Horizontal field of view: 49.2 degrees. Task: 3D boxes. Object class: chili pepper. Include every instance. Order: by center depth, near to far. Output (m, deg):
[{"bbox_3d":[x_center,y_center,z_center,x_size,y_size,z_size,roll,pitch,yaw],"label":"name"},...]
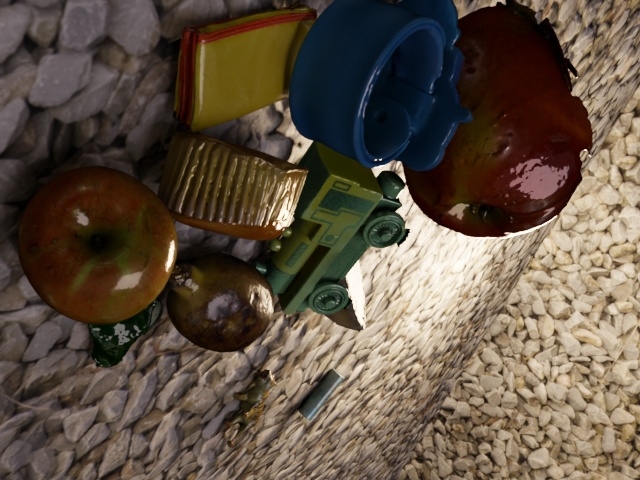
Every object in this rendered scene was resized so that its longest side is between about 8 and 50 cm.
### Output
[{"bbox_3d":[-0.325,0.124,1.098,0.108,0.062,0.216,-2,129,-34],"label":"chili pepper"}]

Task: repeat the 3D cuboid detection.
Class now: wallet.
[{"bbox_3d":[-0.103,-0.251,0.979,0.241,0.067,0.141,-30,142,-44],"label":"wallet"}]

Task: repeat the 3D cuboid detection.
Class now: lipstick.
[{"bbox_3d":[0.004,0.442,2.011,0.158,0.048,0.048,-50,153,-3],"label":"lipstick"}]

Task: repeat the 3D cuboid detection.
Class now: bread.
[{"bbox_3d":[-0.125,-0.074,1.010,0.250,0.179,0.133,-17,122,-78],"label":"bread"}]

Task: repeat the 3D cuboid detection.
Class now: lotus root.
[{"bbox_3d":[-0.174,0.109,1.218,0.169,0.141,0.314,-55,152,-2],"label":"lotus root"}]

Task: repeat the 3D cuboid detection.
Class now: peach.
[{"bbox_3d":[0.308,-0.226,1.293,0.339,0.353,0.416,105,0,-73],"label":"peach"}]

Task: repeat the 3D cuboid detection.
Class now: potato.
[{"bbox_3d":[0.035,0.090,1.611,0.120,0.100,0.261,-79,160,-44],"label":"potato"}]

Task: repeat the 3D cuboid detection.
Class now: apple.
[{"bbox_3d":[-0.278,0.009,0.884,0.196,0.196,0.196,-37,150,-26],"label":"apple"}]

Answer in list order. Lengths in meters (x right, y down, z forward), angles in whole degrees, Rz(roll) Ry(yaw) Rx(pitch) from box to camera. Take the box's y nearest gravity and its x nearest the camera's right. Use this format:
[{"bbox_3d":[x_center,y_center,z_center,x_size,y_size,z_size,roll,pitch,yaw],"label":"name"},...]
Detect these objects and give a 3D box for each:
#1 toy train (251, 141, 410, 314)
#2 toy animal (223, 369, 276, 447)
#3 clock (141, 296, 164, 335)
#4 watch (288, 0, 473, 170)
[{"bbox_3d":[0.000,0.000,1.335,0.237,0.150,0.369,16,125,-31],"label":"toy train"},{"bbox_3d":[-0.172,0.412,1.693,0.099,0.057,0.241,-19,138,-47],"label":"toy animal"},{"bbox_3d":[-0.302,0.128,1.181,0.085,0.017,0.085,-37,150,-26],"label":"clock"},{"bbox_3d":[0.103,-0.268,1.064,0.274,0.241,0.305,-2,117,-58],"label":"watch"}]
